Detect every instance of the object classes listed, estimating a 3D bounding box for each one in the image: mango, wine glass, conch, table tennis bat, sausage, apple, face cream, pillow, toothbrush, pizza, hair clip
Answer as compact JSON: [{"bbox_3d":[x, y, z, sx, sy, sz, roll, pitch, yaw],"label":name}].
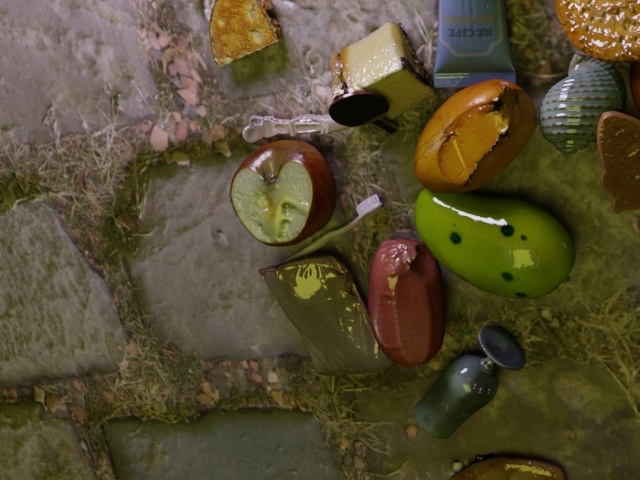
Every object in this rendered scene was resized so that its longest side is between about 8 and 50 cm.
[{"bbox_3d":[0.244,-0.164,1.852,0.252,0.126,0.154,-38,67,44],"label":"mango"},{"bbox_3d":[0.268,0.264,2.073,0.103,0.103,0.231,38,125,1],"label":"wine glass"},{"bbox_3d":[0.418,-0.206,1.794,0.135,0.102,0.153,13,119,-2],"label":"conch"},{"bbox_3d":[0.079,-0.211,1.896,0.095,0.158,0.014,-26,61,29],"label":"table tennis bat"},{"bbox_3d":[0.155,0.111,2.024,0.148,0.148,0.254,4,110,20],"label":"sausage"},{"bbox_3d":[-0.062,-0.088,1.999,0.195,0.160,0.173,-11,113,24],"label":"apple"},{"bbox_3d":[0.235,-0.420,1.772,0.135,0.086,0.385,2,119,15],"label":"face cream"},{"bbox_3d":[0.012,0.146,2.131,0.173,0.067,0.270,-17,111,22],"label":"pillow"},{"bbox_3d":[0.289,-0.001,1.920,0.293,0.143,0.175,25,119,20],"label":"mango"},{"bbox_3d":[0.000,0.000,2.097,0.307,0.025,0.030,-34,65,32],"label":"toothbrush"},{"bbox_3d":[-0.128,-0.371,1.956,0.134,0.046,0.175,32,122,5],"label":"pizza"},{"bbox_3d":[-0.032,-0.200,1.986,0.226,0.072,0.034,0,117,21],"label":"hair clip"}]

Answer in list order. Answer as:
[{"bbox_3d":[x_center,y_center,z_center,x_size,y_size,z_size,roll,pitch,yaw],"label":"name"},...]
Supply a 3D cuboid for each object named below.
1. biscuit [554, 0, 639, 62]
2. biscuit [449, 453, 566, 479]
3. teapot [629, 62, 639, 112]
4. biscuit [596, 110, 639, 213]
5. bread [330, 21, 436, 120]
[{"bbox_3d":[0.458,-0.383,1.666,0.254,0.035,0.254,0,91,37],"label":"biscuit"},{"bbox_3d":[0.362,0.498,2.183,0.260,0.041,0.203,-35,98,33],"label":"biscuit"},{"bbox_3d":[0.566,-0.227,1.701,0.178,0.135,0.252,-7,94,57],"label":"teapot"},{"bbox_3d":[0.513,-0.118,1.792,0.162,0.035,0.250,-34,122,19],"label":"biscuit"},{"bbox_3d":[0.104,-0.271,1.906,0.147,0.127,0.152,-23,137,27],"label":"bread"}]
